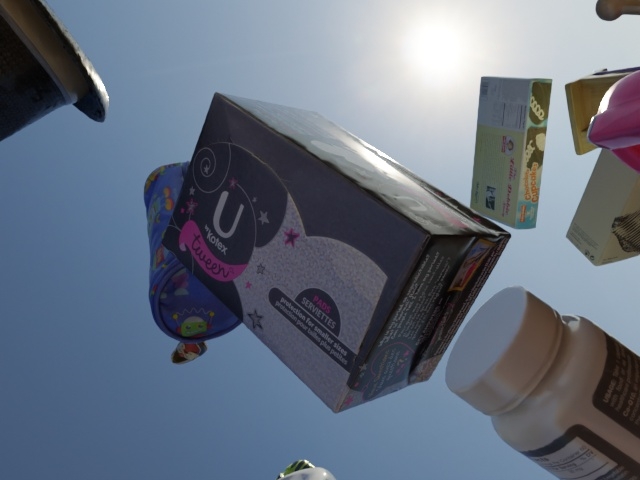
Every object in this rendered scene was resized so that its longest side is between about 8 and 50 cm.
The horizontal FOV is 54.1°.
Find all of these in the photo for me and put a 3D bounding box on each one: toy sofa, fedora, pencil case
[{"bbox_3d":[0.639,-0.246,1.114,0.177,0.362,0.150,-25,-72,-22],"label":"toy sofa"},{"bbox_3d":[-0.395,-0.225,0.677,0.152,0.334,0.334,-45,-76,-15],"label":"fedora"},{"bbox_3d":[-0.166,-0.001,0.818,0.119,0.133,0.306,9,-154,-22],"label":"pencil case"}]

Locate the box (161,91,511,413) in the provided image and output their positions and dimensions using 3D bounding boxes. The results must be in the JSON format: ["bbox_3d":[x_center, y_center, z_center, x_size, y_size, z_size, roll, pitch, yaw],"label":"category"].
[{"bbox_3d":[0.000,0.000,0.543,0.247,0.163,0.142,39,-156,33],"label":"box"}]

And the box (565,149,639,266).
[{"bbox_3d":[0.540,-0.090,1.096,0.113,0.275,0.094,-13,-135,-16],"label":"box"}]

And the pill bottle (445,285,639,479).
[{"bbox_3d":[0.365,0.230,0.852,0.361,0.204,0.204,35,-140,-5],"label":"pill bottle"}]

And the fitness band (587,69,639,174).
[{"bbox_3d":[0.323,-0.064,0.444,0.208,0.291,0.054,21,-90,-8],"label":"fitness band"}]

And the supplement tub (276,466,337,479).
[{"bbox_3d":[0.012,0.440,0.706,0.316,0.193,0.193,57,-144,3],"label":"supplement tub"}]

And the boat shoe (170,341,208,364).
[{"bbox_3d":[-0.256,0.211,1.214,0.043,0.137,0.049,-36,-90,-33],"label":"boat shoe"}]

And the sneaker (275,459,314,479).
[{"bbox_3d":[0.021,0.485,1.094,0.109,0.295,0.124,-42,-69,-13],"label":"sneaker"}]

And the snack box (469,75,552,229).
[{"bbox_3d":[0.421,-0.202,1.409,0.060,0.187,0.322,-5,-73,-19],"label":"snack box"}]

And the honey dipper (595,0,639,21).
[{"bbox_3d":[0.241,-0.130,0.357,0.030,0.160,0.031,-27,-56,-49],"label":"honey dipper"}]
